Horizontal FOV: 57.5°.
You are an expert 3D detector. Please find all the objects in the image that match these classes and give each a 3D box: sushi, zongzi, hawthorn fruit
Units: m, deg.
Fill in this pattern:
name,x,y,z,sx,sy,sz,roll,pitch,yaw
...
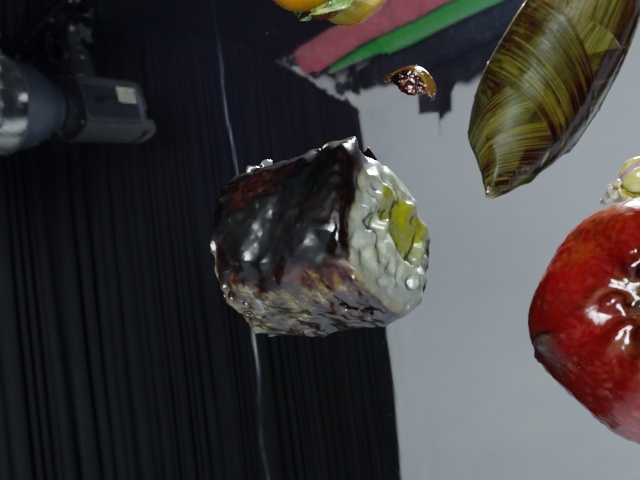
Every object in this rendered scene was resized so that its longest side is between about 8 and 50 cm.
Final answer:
name,x,y,z,sx,sy,sz,roll,pitch,yaw
sushi,0.158,-0.278,1.016,0.099,0.050,0.047,21,45,27
zongzi,0.155,-0.125,0.368,0.084,0.187,0.184,26,25,11
sushi,-0.002,0.001,0.968,0.294,0.299,0.281,-9,37,31
hawthorn fruit,0.383,0.093,0.612,0.265,0.265,0.307,-12,-31,39

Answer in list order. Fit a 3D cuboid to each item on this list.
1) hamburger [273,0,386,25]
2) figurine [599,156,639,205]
name,x,y,z,sx,sy,sz,roll,pitch,yaw
hamburger,0.002,-0.393,0.716,0.170,0.245,0.246,6,-11,-27
figurine,0.567,-0.093,1.065,0.083,0.083,0.187,-8,-16,2
